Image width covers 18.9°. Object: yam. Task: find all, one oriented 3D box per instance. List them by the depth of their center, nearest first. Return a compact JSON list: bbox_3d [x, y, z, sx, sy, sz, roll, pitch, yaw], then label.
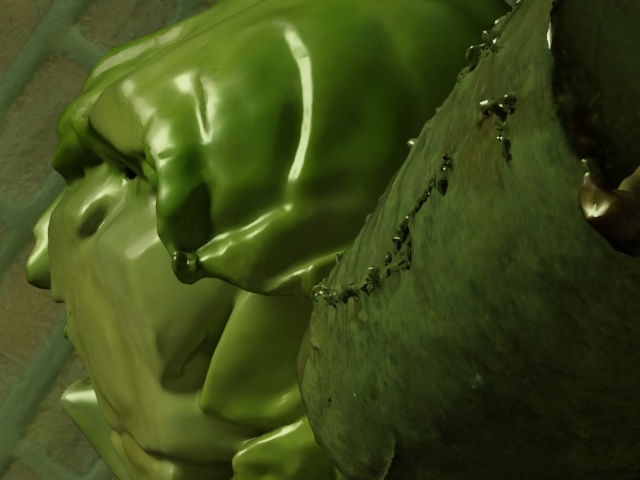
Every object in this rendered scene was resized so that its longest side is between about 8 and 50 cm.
[{"bbox_3d":[0.102,0.003,0.692,0.168,0.168,0.304,-57,-1,-29],"label":"yam"}]

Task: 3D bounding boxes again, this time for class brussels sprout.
[{"bbox_3d":[0.019,0.002,1.248,0.361,0.342,0.425,-17,-8,-23],"label":"brussels sprout"}]

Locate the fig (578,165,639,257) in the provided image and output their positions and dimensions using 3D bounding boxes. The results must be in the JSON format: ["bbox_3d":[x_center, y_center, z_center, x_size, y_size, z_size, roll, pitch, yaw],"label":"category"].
[{"bbox_3d":[0.158,-0.066,0.504,0.148,0.149,0.202,121,171,-86],"label":"fig"}]
